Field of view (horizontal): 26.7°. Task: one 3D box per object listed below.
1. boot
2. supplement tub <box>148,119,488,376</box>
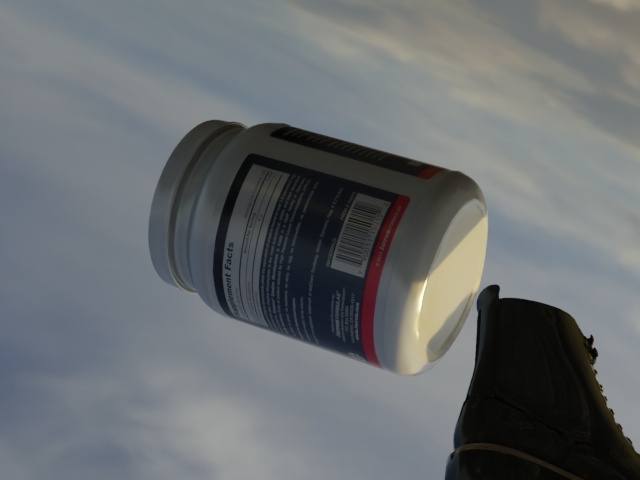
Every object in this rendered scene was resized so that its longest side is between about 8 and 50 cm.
[{"bbox_3d":[0.170,0.114,0.791,0.198,0.077,0.137,26,-127,-21],"label":"boot"},{"bbox_3d":[0.000,0.000,1.242,0.272,0.191,0.191,17,-170,24],"label":"supplement tub"}]
